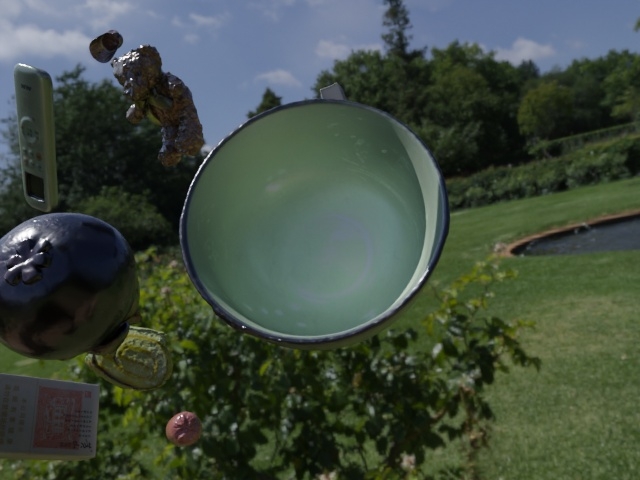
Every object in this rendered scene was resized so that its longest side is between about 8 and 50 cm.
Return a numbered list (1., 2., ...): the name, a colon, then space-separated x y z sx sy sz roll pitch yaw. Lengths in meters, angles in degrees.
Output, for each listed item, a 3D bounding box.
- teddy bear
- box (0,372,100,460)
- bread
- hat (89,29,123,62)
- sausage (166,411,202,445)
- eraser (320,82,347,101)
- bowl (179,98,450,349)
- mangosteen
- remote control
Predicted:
1. teddy bear: -0.464 -0.381 1.813 0.222 0.297 0.246 8 -18 -44
2. box: -0.505 0.322 1.155 0.058 0.141 0.201 -24 -33 35
3. bread: -0.572 0.353 1.936 0.256 0.186 0.124 16 -22 -5
4. hat: -0.504 -0.463 1.517 0.087 0.058 0.042 -43 16 17
5. sausage: -0.260 0.358 1.216 0.062 0.062 0.154 -12 -14 -20
6. eraser: 0.050 -0.366 1.795 0.067 0.125 0.210 -19 6 6
7. bowl: 0.000 0.000 0.895 0.353 0.354 0.185 -11 -27 3
8. mangosteen: -0.640 0.132 1.637 0.381 0.383 0.435 -11 -26 2
9. remote control: -0.584 -0.207 1.323 0.090 0.310 0.038 21 29 22
